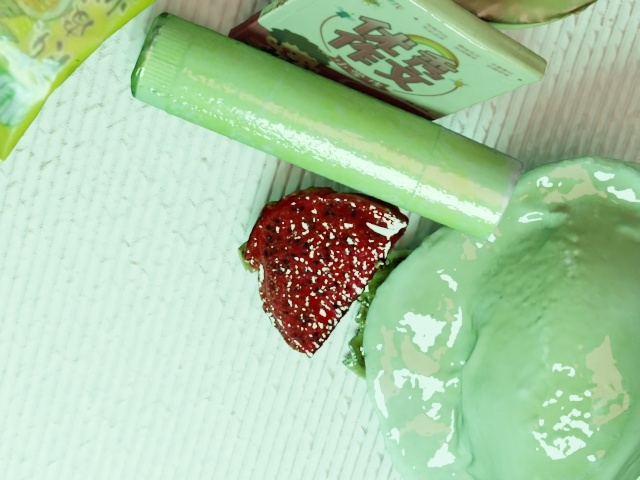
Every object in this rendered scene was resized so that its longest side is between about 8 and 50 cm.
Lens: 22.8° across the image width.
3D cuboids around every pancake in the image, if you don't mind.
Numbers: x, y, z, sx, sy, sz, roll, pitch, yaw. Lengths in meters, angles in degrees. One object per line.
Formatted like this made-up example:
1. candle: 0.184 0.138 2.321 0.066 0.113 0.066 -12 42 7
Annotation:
1. pancake: 0.079 0.066 1.356 0.116 0.022 0.130 2 112 -13

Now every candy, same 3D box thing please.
1. candy: -0.225 -0.189 1.172 0.297 0.081 0.187 -45 113 4

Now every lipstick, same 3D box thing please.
1. lipstick: 0.002 -0.087 1.222 0.304 0.076 0.076 23 102 -3

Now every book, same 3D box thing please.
1. book: 0.042 -0.140 1.178 0.162 0.232 0.022 28 73 -20

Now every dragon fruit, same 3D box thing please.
1. dragon fruit: 0.000 0.000 1.287 0.106 0.083 0.162 33 126 -1

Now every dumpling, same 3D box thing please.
1. dumpling: 0.201 0.099 1.288 0.270 0.212 0.321 31 81 -31

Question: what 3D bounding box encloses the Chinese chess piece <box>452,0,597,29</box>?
1. Chinese chess piece: 0.144 -0.289 1.210 0.257 0.104 0.257 -4 109 -11
